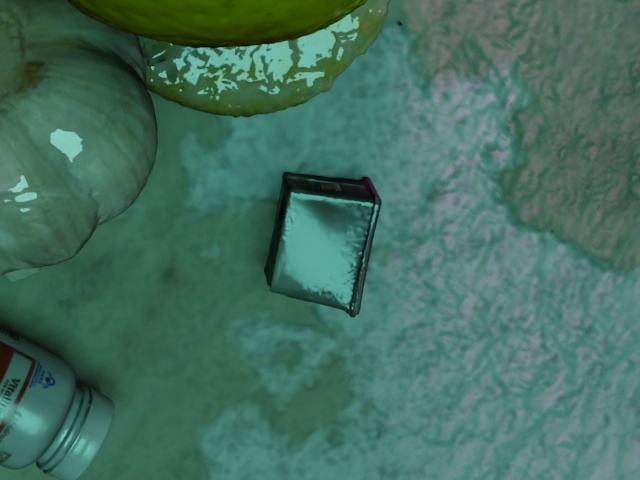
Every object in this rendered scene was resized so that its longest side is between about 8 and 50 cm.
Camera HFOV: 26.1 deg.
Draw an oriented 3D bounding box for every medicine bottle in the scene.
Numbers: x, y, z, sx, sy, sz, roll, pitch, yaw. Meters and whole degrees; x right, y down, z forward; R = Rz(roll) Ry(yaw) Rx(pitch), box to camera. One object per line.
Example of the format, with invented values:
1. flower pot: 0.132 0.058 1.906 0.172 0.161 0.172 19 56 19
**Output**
1. medicine bottle: -0.208 0.098 0.885 0.140 0.079 0.079 32 98 -20

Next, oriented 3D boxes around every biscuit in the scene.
1. biscuit: -0.054 -0.181 0.856 0.220 0.033 0.220 -3 106 -11

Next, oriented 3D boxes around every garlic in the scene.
1. garlic: -0.198 -0.053 0.814 0.218 0.218 0.212 -14 151 -8

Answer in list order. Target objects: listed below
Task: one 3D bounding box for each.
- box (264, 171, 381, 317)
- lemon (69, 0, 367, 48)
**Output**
1. box: 0.000 0.000 0.914 0.063 0.060 0.085 8 107 -10
2. lemon: -0.049 -0.219 0.697 0.267 0.267 0.267 -4 108 -12
